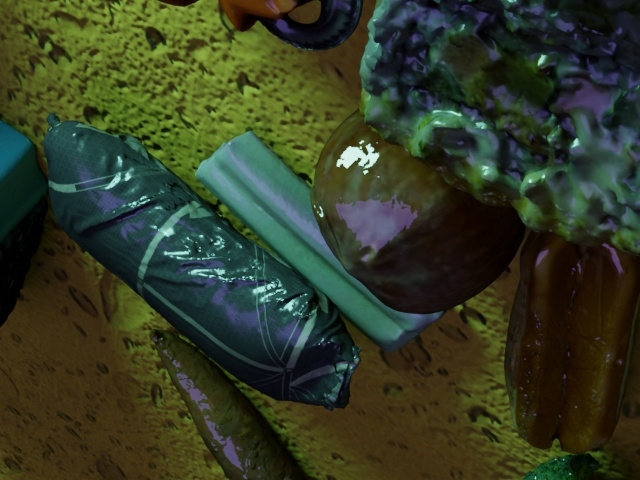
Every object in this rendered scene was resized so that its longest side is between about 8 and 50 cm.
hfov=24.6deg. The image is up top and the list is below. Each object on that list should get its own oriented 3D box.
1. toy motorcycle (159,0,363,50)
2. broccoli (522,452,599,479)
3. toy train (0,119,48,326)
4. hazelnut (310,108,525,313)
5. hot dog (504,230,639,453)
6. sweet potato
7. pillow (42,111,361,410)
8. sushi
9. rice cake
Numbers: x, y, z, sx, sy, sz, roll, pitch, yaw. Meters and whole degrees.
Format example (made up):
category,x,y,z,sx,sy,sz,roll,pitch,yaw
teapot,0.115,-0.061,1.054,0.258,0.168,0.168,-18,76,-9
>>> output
category,x,y,z,sx,sy,sz,roll,pitch,yaw
toy motorcycle,-0.085,-0.267,0.882,0.221,0.148,0.325,13,131,30
broccoli,0.238,0.311,1.134,0.269,0.269,0.254,20,144,26
toy train,-0.401,-0.016,1.384,0.265,0.188,0.300,33,140,3
hazelnut,0.067,-0.024,0.997,0.143,0.143,0.154,-4,126,43
hot dog,0.181,0.061,1.044,0.092,0.062,0.235,12,132,10
sweet potato,-0.068,0.204,1.406,0.072,0.066,0.314,-14,115,40
pillow,-0.100,0.021,1.193,0.335,0.092,0.161,40,163,12
sushi,0.122,-0.110,0.855,0.274,0.139,0.184,24,138,19
rice cake,-0.001,0.000,1.157,0.222,0.042,0.080,42,148,-2
